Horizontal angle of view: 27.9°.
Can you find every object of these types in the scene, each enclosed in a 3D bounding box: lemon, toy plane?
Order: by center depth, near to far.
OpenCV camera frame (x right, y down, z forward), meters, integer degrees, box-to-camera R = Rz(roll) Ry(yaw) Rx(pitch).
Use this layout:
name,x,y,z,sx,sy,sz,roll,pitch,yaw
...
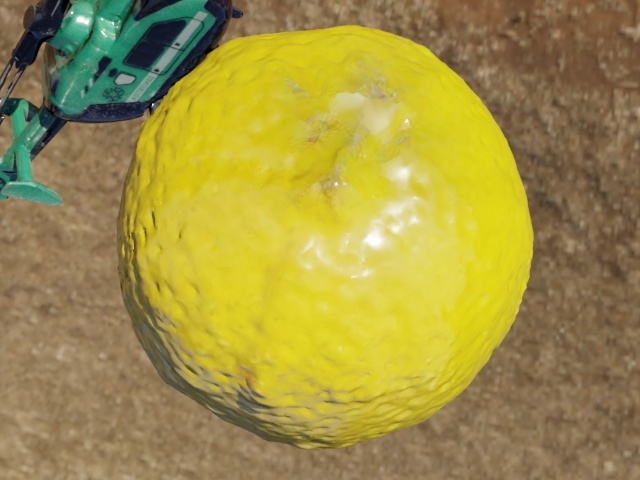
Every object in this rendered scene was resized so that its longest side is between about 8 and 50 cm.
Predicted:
name,x,y,z,sx,sy,sz,roll,pitch,yaw
lemon,-0.001,0.000,0.542,0.180,0.180,0.193,-2,171,22
toy plane,-0.184,-0.135,1.021,0.155,0.106,0.381,16,138,-38
